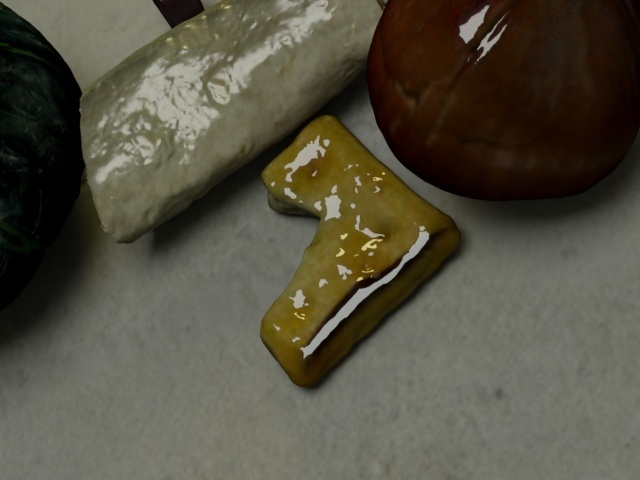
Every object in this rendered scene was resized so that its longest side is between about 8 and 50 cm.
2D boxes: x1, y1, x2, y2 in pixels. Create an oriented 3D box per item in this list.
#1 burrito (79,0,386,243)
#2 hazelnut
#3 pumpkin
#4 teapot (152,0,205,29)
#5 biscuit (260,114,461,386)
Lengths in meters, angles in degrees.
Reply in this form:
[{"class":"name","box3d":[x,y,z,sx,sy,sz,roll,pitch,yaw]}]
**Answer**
[{"class":"burrito","box3d":[-0.075,-0.131,1.282,0.299,0.105,0.143,-35,52,2]},{"class":"hazelnut","box3d":[0.140,-0.150,1.135,0.229,0.229,0.230,-10,62,19]},{"class":"pumpkin","box3d":[-0.346,-0.072,1.285,0.315,0.238,0.315,-12,61,23]},{"class":"teapot","box3d":[-0.120,-0.209,1.368,0.045,0.068,0.100,-36,92,1]},{"class":"biscuit","box3d":[0.000,0.000,1.228,0.174,0.039,0.183,-42,56,1]}]
